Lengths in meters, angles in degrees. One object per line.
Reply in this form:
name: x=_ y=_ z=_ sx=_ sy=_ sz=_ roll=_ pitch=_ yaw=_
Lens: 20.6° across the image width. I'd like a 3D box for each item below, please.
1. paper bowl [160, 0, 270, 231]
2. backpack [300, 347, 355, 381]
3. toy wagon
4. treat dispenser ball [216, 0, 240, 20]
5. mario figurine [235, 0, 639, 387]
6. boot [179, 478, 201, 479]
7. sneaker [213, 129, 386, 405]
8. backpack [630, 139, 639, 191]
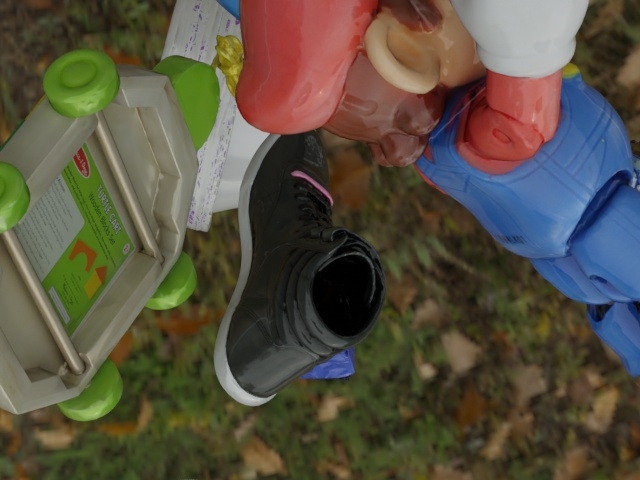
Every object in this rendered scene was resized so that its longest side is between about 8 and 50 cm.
paper bowl: x=-0.107 y=-0.149 z=1.939 sx=0.148 sy=0.284 sz=0.284 roll=12 pitch=124 yaw=-4
backpack: x=-0.029 y=0.088 z=1.847 sx=0.120 sy=0.098 sz=0.101 roll=-5 pitch=146 yaw=7
toy wagon: x=-0.168 y=-0.029 z=1.379 sx=0.068 sy=0.344 sz=0.267 roll=19 pitch=149 yaw=25
treat dispenser ball: x=0.032 y=-0.258 z=1.136 sx=0.288 sy=0.288 sz=0.288 roll=-6 pitch=127 yaw=-8
mario figurine: x=0.104 y=-0.072 z=0.824 sx=0.320 sy=0.170 sz=0.198 roll=40 pitch=135 yaw=-13
boot: x=-0.035 y=0.242 z=1.256 sx=0.190 sy=0.069 sz=0.086 roll=26 pitch=99 yaw=-17
sneaker: x=0.000 y=0.000 z=1.576 sx=0.147 sy=0.295 sz=0.104 roll=-24 pitch=133 yaw=40
backpack: x=0.307 y=-0.037 z=1.789 sx=0.084 sy=0.105 sz=0.114 roll=2 pitch=108 yaw=-22
